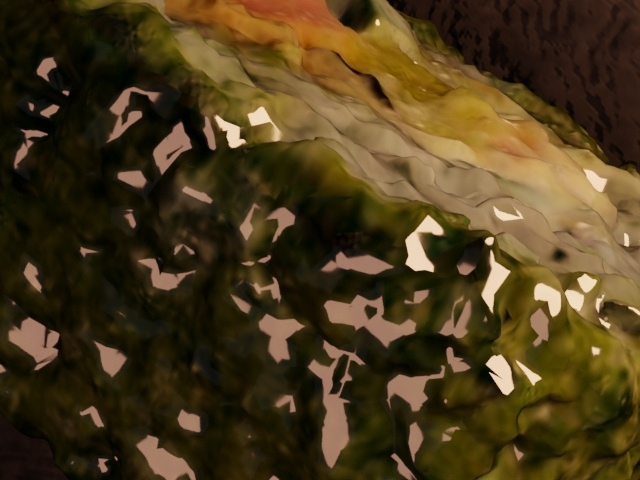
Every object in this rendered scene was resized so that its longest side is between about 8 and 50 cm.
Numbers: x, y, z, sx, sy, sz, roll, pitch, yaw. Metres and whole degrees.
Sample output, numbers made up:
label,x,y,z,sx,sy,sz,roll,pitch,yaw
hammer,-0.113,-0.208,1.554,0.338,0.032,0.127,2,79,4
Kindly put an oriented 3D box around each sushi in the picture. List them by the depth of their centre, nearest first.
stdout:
label,x,y,z,sx,sy,sz,roll,pitch,yaw
sushi,0.000,0.000,0.645,0.352,0.294,0.178,37,113,21
